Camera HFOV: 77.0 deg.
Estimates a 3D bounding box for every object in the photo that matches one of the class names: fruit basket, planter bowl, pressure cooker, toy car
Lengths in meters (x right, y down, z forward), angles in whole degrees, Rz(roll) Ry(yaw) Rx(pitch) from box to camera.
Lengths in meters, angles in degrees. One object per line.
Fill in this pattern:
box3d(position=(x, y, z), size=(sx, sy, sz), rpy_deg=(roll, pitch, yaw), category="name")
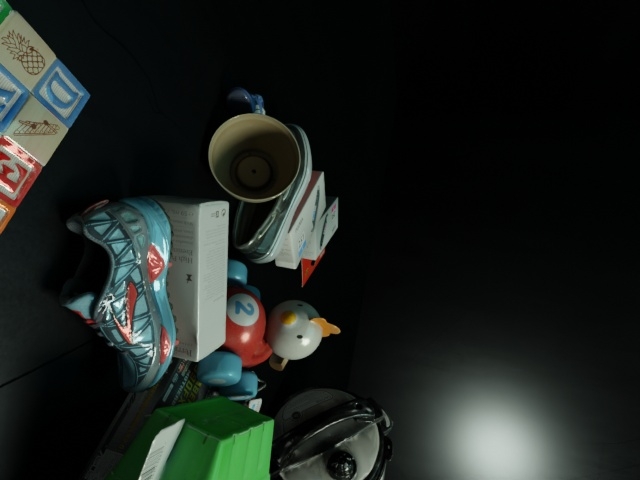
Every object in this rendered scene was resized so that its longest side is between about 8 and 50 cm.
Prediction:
box3d(position=(-0.210, 0.404, 0.556), size=(0.352, 0.166, 0.327), rpy_deg=(-65, 161, -7), category="fruit basket")
box3d(position=(-0.125, -0.143, 0.766), size=(0.109, 0.162, 0.162), rpy_deg=(142, -41, -78), category="planter bowl")
box3d(position=(0.019, 0.653, 1.204), size=(0.369, 0.376, 0.420), rpy_deg=(-58, 152, -50), category="pressure cooker")
box3d(position=(-0.084, 0.162, 0.759), size=(0.210, 0.238, 0.219), rpy_deg=(78, 6, -56), category="toy car")

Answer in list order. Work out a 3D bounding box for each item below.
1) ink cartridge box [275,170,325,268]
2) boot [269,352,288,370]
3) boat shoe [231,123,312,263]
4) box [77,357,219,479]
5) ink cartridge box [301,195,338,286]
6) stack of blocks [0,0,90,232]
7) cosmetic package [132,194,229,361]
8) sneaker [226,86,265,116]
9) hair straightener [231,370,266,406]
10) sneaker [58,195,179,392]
box3d(position=(-0.063, -0.114, 1.124), size=(0.296, 0.066, 0.261), rpy_deg=(-66, 158, -44), category="ink cartridge box")
box3d(position=(-0.104, 0.260, 1.150), size=(0.197, 0.073, 0.152), rpy_deg=(98, 11, -47), category="boot")
box3d(position=(-0.102, -0.118, 0.878), size=(0.119, 0.121, 0.335), rpy_deg=(45, 54, -67), category="boat shoe")
box3d(position=(-0.257, 0.304, 0.652), size=(0.183, 0.056, 0.231), rpy_deg=(80, 24, -46), category="box")
box3d(position=(0.000, 0.000, 1.413), size=(0.275, 0.060, 0.238), rpy_deg=(-55, 147, -59), category="ink cartridge box")
box3d(position=(-0.306, -0.051, 0.256), size=(0.171, 0.087, 0.297), rpy_deg=(68, 33, -60), category="stack of blocks")
box3d(position=(-0.208, 0.052, 0.601), size=(0.085, 0.118, 0.230), rpy_deg=(-26, 121, -71), category="cosmetic package")
box3d(position=(-0.145, -0.268, 0.794), size=(0.144, 0.053, 0.059), rpy_deg=(57, 43, -79), category="sneaker")
box3d(position=(-0.181, 0.374, 0.968), size=(0.230, 0.047, 0.088), rpy_deg=(-9, 106, -74), category="hair straightener")
box3d(position=(-0.263, 0.077, 0.506), size=(0.125, 0.104, 0.261), rpy_deg=(-13, 107, -55), category="sneaker")
